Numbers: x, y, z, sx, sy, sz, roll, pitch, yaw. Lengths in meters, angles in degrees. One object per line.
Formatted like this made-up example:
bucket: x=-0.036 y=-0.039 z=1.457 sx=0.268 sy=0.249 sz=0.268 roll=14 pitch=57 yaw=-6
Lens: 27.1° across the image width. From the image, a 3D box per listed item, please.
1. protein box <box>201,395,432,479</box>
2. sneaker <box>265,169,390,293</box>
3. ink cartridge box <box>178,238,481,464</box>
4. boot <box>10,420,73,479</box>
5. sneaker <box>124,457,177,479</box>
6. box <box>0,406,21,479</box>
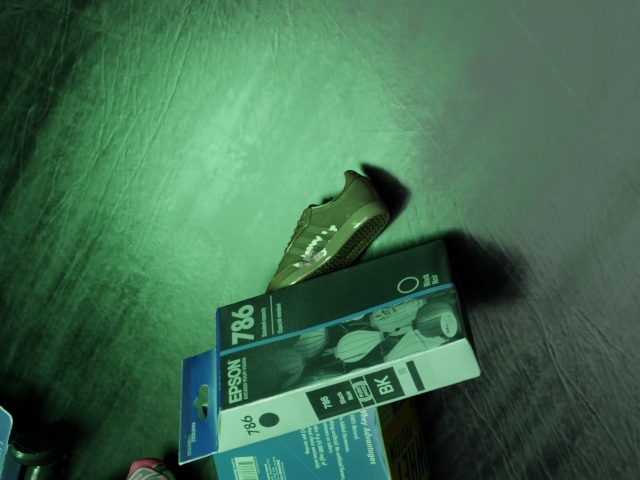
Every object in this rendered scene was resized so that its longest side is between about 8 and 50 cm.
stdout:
protein box: x=0.003 y=0.243 z=1.481 sx=0.201 sy=0.136 sz=0.200 roll=-8 pitch=101 yaw=21
sneaker: x=0.000 y=0.000 z=1.467 sx=0.188 sy=0.066 sz=0.071 roll=-42 pitch=62 yaw=26
ink cartridge box: x=-0.007 y=0.115 z=1.395 sx=0.332 sy=0.165 sz=0.065 roll=-19 pitch=128 yaw=9
boot: x=-0.349 y=0.282 z=1.626 sx=0.045 sy=0.121 sz=0.099 roll=24 pitch=105 yaw=13
sneaker: x=-0.286 y=0.366 z=1.637 sx=0.299 sy=0.121 sz=0.112 roll=-27 pitch=73 yaw=20
box: x=-0.436 y=0.284 z=1.675 sx=0.136 sy=0.036 sz=0.225 roll=31 pitch=116 yaw=33
